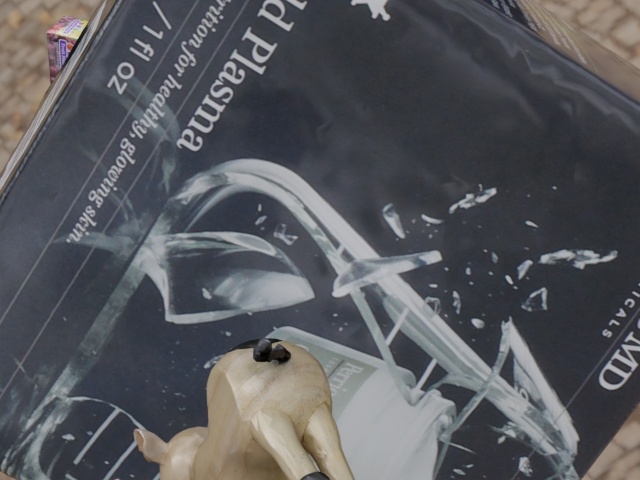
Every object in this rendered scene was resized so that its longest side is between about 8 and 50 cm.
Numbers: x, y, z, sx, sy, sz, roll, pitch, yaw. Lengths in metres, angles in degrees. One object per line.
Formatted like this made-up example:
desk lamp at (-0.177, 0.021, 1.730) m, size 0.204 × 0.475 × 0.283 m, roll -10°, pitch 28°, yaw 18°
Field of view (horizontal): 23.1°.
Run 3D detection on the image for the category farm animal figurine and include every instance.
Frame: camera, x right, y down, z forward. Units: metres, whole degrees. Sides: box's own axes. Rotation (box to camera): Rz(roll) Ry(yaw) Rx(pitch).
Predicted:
farm animal figurine at (-0.113, 0.199, 0.852) m, size 0.330 × 0.327 × 0.172 m, roll -31°, pitch 49°, yaw -2°

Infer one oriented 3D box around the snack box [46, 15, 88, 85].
snack box at (-0.190, -0.123, 1.404) m, size 0.100 × 0.141 × 0.037 m, roll 13°, pitch 39°, yaw 14°

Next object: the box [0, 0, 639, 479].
box at (0.000, 0.000, 1.218) m, size 0.480 × 0.471 × 0.297 m, roll -57°, pitch 13°, yaw 15°
